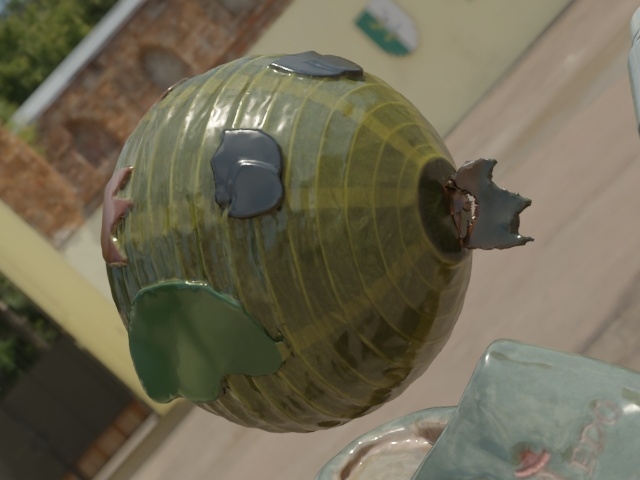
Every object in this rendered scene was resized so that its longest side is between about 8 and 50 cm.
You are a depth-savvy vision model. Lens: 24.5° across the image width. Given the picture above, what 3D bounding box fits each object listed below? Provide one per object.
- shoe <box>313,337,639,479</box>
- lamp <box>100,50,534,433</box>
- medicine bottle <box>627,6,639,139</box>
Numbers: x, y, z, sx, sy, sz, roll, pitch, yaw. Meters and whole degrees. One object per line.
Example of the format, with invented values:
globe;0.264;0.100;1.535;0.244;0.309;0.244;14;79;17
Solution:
shoe;0.065;0.073;0.477;0.195;0.078;0.079;-6;31;47
lamp;0.000;0.000;0.936;0.284;0.250;0.250;-8;26;32
medicine bottle;0.289;-0.133;1.186;0.080;0.080;0.130;-45;31;40
